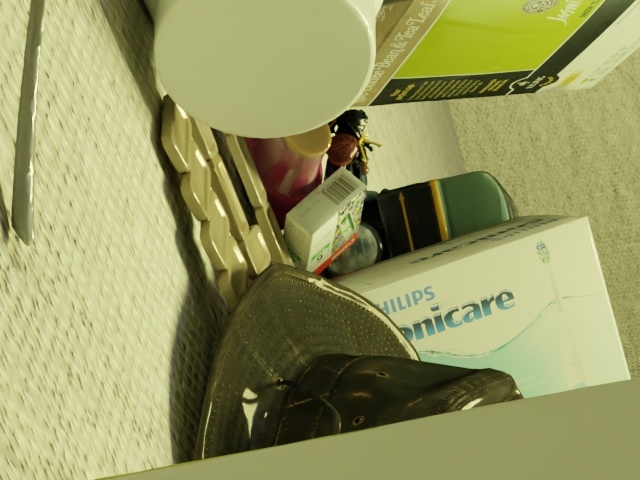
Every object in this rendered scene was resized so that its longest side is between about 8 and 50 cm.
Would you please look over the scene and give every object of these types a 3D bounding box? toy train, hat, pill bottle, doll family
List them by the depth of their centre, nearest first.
[{"bbox_3d":[0.059,0.146,0.994,0.331,0.134,0.331,40,39,-43],"label":"hat"},{"bbox_3d":[-0.038,-0.211,1.056,0.160,0.160,0.283,68,14,-46],"label":"pill bottle"},{"bbox_3d":[0.002,-0.086,1.304,0.193,0.076,0.111,54,-28,30],"label":"doll family"},{"bbox_3d":[0.095,0.015,1.477,0.334,0.190,0.142,28,51,-78],"label":"toy train"}]

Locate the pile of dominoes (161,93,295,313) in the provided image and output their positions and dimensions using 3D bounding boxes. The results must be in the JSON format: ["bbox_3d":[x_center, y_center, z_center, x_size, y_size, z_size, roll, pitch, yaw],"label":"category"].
[{"bbox_3d":[-0.064,0.008,1.092,0.196,0.040,0.251,-64,133,-74],"label":"pile of dominoes"}]

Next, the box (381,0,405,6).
[{"bbox_3d":[0.052,-0.305,1.372,0.060,0.270,0.216,-90,165,-45],"label":"box"}]

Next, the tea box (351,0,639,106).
[{"bbox_3d":[0.182,-0.298,1.671,0.329,0.324,0.220,134,-53,-69],"label":"tea box"}]

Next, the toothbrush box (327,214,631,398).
[{"bbox_3d":[0.127,0.148,1.251,0.126,0.216,0.295,2,-70,69],"label":"toothbrush box"}]

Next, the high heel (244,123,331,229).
[{"bbox_3d":[-0.047,-0.131,1.247,0.117,0.082,0.244,117,-43,-55],"label":"high heel"}]

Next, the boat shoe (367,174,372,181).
[{"bbox_3d":[0.030,-0.067,1.687,0.035,0.035,0.100,51,15,0],"label":"boat shoe"}]

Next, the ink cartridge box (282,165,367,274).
[{"bbox_3d":[0.000,0.000,1.224,0.029,0.063,0.115,39,-28,18],"label":"ink cartridge box"}]

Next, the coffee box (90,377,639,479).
[{"bbox_3d":[0.077,0.290,0.596,0.338,0.334,0.337,68,15,-48],"label":"coffee box"}]

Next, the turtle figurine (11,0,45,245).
[{"bbox_3d":[-0.137,-0.191,0.641,0.198,0.275,0.266,17,39,-54],"label":"turtle figurine"}]

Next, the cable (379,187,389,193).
[{"bbox_3d":[0.073,0.021,1.771,0.184,0.047,0.150,-59,137,-77],"label":"cable"}]
